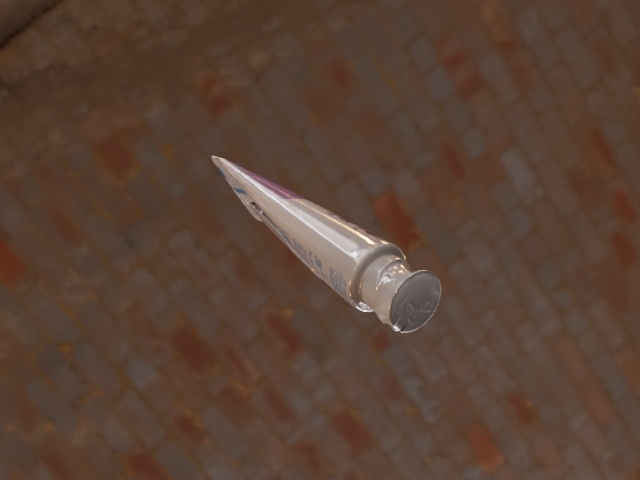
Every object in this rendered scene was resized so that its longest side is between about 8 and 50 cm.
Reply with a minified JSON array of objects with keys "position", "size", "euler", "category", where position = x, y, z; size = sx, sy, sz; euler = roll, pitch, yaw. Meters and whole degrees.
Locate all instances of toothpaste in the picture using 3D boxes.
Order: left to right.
[{"position":[0.000,0.000,1.630],"size":[0.073,0.299,0.114],"euler":[-47,-44,-10],"category":"toothpaste"}]
